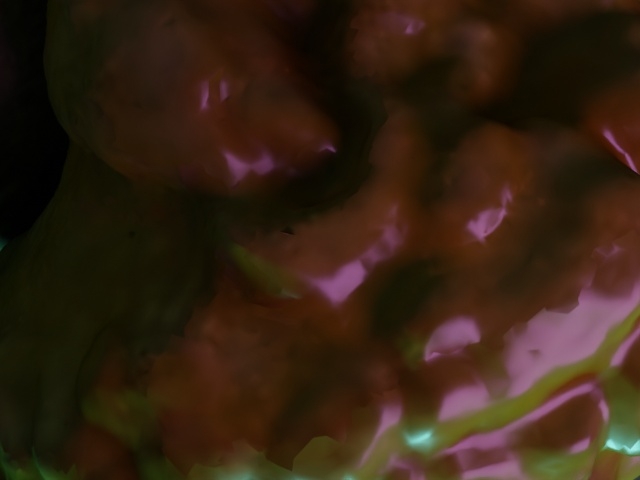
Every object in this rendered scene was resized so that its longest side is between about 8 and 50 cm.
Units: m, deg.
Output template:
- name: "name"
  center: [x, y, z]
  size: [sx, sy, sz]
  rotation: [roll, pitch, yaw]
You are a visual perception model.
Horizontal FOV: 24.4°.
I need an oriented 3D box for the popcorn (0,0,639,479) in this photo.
- name: "popcorn"
  center: [0.000, 0.000, 0.418]
  size: [0.203, 0.226, 0.200]
  rotation: [60, 42, -31]
